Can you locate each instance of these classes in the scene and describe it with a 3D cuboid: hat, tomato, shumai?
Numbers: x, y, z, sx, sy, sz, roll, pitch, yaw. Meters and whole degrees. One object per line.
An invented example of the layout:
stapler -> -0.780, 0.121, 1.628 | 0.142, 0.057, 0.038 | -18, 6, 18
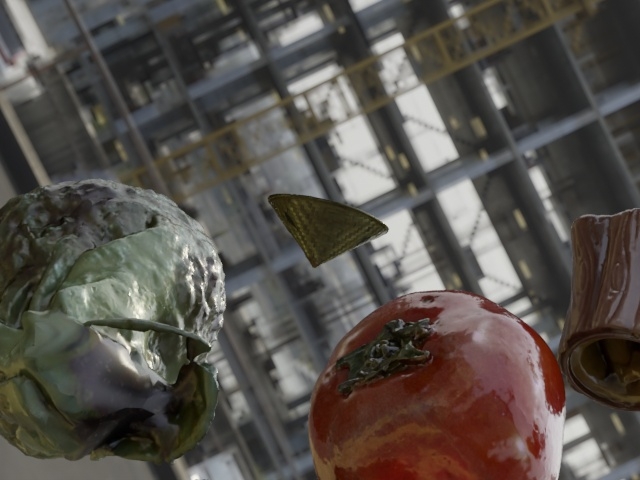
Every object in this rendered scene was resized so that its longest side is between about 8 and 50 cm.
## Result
hat -> 0.000, 0.000, 1.634 | 0.146, 0.146, 0.067 | 64, 41, -75
tomato -> 0.150, 0.232, 1.777 | 0.289, 0.325, 0.293 | 55, 21, -27
shumai -> -0.303, 0.127, 1.786 | 0.395, 0.395, 0.348 | 64, -1, -14

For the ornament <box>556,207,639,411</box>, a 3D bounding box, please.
ornament -> 0.424, 0.101, 1.931 | 0.221, 0.235, 0.217 | 117, -2, -51

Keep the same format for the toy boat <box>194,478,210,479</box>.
toy boat -> -0.057, 0.445, 2.124 | 0.321, 0.121, 0.089 | 28, -23, 6
